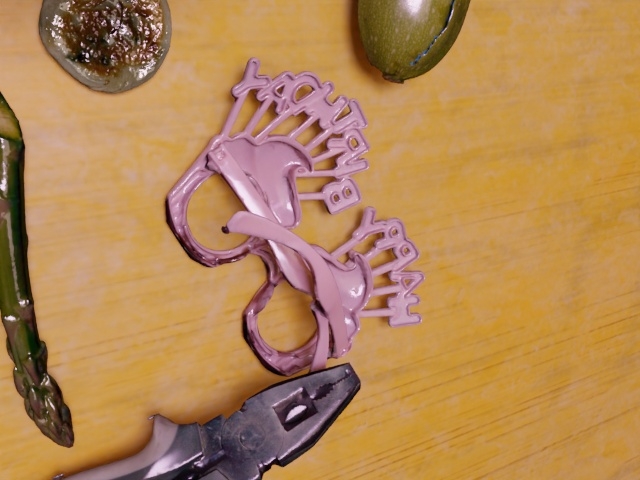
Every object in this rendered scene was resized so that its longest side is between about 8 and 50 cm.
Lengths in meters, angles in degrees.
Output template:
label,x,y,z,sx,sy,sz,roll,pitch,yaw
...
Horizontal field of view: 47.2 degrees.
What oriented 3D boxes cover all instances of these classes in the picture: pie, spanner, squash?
label,x,y,z,sx,sy,sz,roll,pitch,yaw
pie,-0.132,-0.136,0.460,0.085,0.017,0.085,-7,103,-31
spanner,-0.113,0.170,0.471,0.325,0.095,0.040,-29,154,-15
squash,0.080,-0.285,0.523,0.095,0.094,0.340,-3,100,-32

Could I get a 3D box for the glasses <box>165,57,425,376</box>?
label,x,y,z,sx,sy,sz,roll,pitch,yaw
glasses,0.001,-0.005,0.523,0.162,0.095,0.255,-40,120,-21

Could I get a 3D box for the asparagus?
label,x,y,z,sx,sy,sz,roll,pitch,yaw
asparagus,-0.185,0.025,0.452,0.034,0.027,0.236,-16,107,-41
